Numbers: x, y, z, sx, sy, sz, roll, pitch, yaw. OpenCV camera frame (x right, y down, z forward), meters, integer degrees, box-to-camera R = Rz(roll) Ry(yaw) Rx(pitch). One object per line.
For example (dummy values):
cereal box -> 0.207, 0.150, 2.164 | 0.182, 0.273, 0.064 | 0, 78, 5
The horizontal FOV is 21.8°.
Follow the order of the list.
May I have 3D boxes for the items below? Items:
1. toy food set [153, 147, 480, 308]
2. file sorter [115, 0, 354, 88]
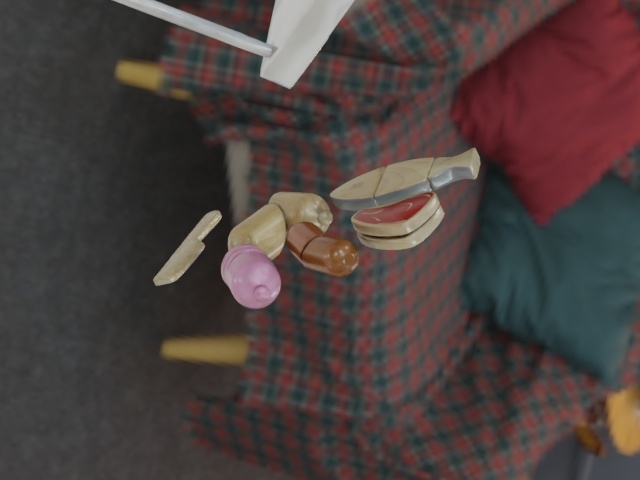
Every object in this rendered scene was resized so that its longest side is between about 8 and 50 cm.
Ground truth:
toy food set -> 0.000, 0.000, 0.643 | 0.019, 0.122, 0.078 | 67, 30, -22
file sorter -> -0.022, -0.244, 0.761 | 0.278, 0.173, 0.193 | 132, -27, -53
